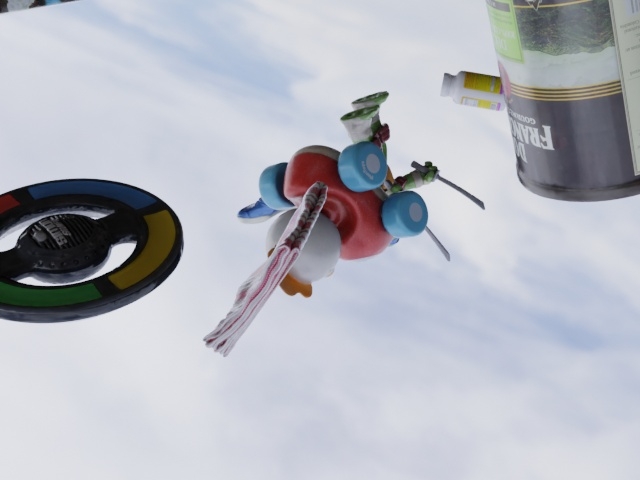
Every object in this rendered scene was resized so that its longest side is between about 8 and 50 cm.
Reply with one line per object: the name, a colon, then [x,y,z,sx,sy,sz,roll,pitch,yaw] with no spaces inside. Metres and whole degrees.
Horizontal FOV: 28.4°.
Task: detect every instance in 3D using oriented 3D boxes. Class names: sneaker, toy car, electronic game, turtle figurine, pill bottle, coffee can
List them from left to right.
electronic game: [-0.245,0.005,1.203,0.229,0.048,0.229,0,-146,0]
sneaker: [-0.085,-0.086,2.204,0.152,0.084,0.058,-16,-153,13]
toy car: [0.000,0.000,1.897,0.219,0.238,0.210,-9,133,45]
turtle figurine: [0.151,-0.123,2.206,0.198,0.266,0.275,-33,-157,-34]
pill bottle: [0.194,-0.190,1.595,0.083,0.043,0.043,10,-164,3]
coffee can: [0.279,-0.206,1.302,0.202,0.275,0.201,-13,-155,6]

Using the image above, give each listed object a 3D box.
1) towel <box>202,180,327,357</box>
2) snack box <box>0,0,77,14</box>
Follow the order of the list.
towel: [-0.051,0.023,1.271,0.029,0.144,0.197,35,-157,-5]
snack box: [-0.453,-0.318,1.644,0.322,0.060,0.187,-17,-165,-31]
